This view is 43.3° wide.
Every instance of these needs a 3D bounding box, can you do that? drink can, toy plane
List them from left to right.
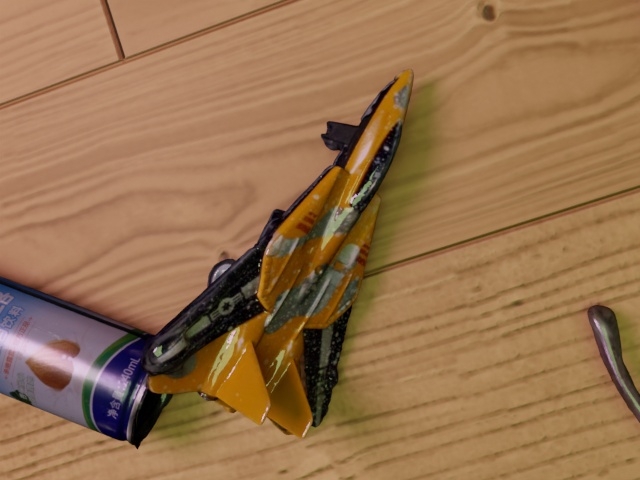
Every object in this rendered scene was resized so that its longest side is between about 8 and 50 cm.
[{"bbox_3d":[-0.246,0.094,0.700,0.235,0.097,0.097,20,95,5],"label":"drink can"},{"bbox_3d":[-0.009,-0.002,0.661,0.103,0.204,0.316,11,76,45],"label":"toy plane"}]

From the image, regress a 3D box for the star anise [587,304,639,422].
[{"bbox_3d":[0.427,0.131,0.608,0.316,0.139,0.359,-32,72,2],"label":"star anise"}]
